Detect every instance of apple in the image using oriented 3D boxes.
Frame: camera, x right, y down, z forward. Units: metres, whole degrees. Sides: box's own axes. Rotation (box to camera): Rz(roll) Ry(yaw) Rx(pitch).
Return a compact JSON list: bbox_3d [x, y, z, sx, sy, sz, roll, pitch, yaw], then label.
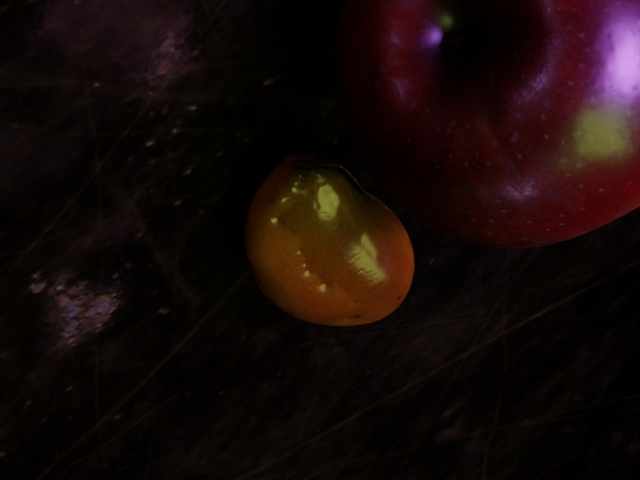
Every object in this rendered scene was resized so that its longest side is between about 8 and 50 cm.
[{"bbox_3d":[0.118,-0.104,0.707,0.201,0.218,0.218,7,124,-50],"label":"apple"}]

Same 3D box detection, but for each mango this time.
[{"bbox_3d":[0.000,-0.002,0.836,0.105,0.084,0.159,-29,130,8],"label":"mango"}]
